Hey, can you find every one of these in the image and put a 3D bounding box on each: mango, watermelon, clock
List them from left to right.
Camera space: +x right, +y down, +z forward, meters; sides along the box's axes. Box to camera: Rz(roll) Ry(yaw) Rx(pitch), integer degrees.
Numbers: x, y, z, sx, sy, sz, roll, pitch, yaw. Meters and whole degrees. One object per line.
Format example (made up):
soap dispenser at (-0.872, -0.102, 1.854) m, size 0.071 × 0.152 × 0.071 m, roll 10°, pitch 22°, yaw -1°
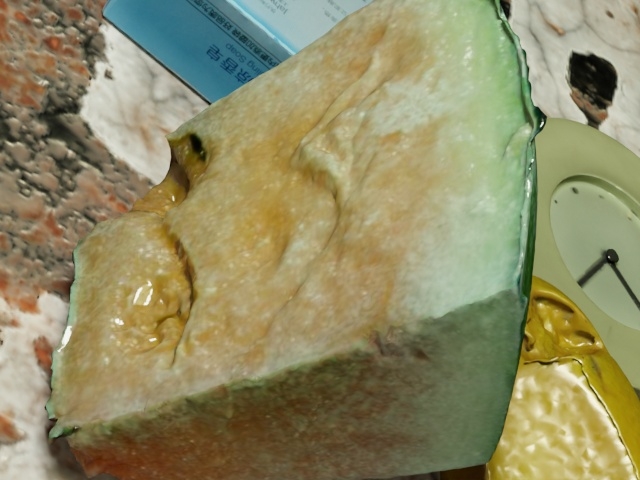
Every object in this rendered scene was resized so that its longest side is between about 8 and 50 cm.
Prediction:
watermelon at (0.013, 0.006, 0.976) m, size 0.151 × 0.302 × 0.264 m, roll 48°, pitch 26°, yaw -40°
mango at (0.130, 0.141, 1.010) m, size 0.130 × 0.167 × 0.262 m, roll -7°, pitch 76°, yaw -7°
clock at (0.207, 0.015, 1.289) m, size 0.235 × 0.029 × 0.235 m, roll 23°, pitch 47°, yaw -28°

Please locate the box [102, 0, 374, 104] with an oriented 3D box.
box at (-0.013, -0.137, 1.176) m, size 0.232 × 0.083 × 0.142 m, roll 40°, pitch 41°, yaw -11°
